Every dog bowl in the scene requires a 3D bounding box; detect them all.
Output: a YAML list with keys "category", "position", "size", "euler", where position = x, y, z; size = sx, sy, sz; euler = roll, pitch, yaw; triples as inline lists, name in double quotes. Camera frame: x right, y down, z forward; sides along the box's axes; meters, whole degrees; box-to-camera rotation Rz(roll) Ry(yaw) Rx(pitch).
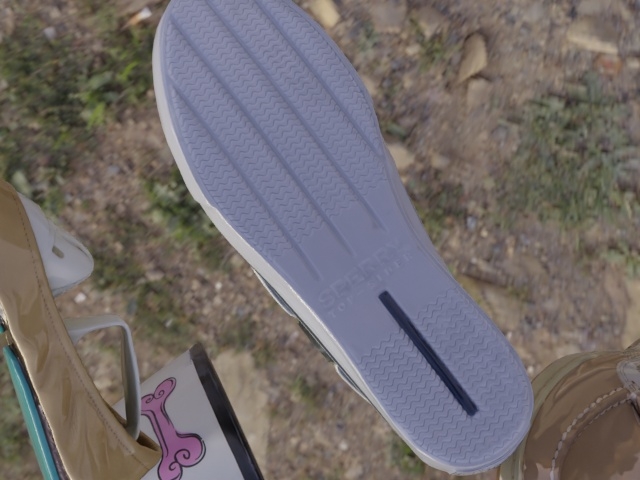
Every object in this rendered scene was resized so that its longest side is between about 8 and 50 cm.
- category: "dog bowl"
  position: [-0.091, 0.305, 1.188]
  size: [0.150, 0.408, 0.408]
  euler: [-23, 105, -7]

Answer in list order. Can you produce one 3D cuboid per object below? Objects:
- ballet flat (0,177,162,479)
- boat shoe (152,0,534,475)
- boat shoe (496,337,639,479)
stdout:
- category: "ballet flat"
  position: [-0.146, 0.039, 0.709]
  size: [0.073, 0.080, 0.232]
  euler: [-24, 117, -15]
- category: "boat shoe"
  position: [0.000, 0.000, 0.806]
  size: [0.121, 0.119, 0.335]
  euler: [-30, 86, -13]
- category: "boat shoe"
  position: [0.238, 0.130, 0.920]
  size: [0.110, 0.341, 0.121]
  euler: [0, 103, 38]
